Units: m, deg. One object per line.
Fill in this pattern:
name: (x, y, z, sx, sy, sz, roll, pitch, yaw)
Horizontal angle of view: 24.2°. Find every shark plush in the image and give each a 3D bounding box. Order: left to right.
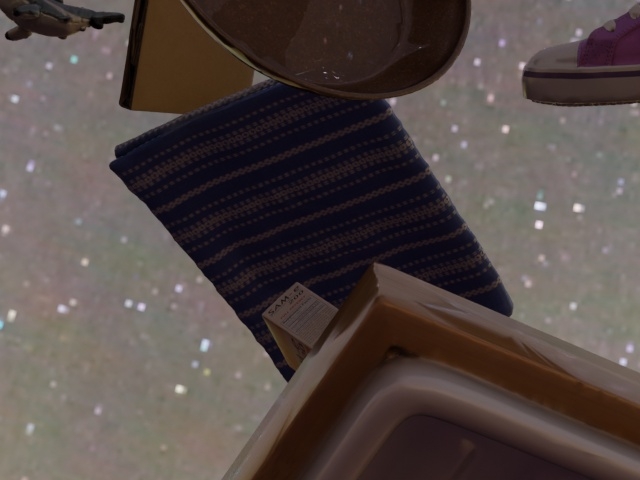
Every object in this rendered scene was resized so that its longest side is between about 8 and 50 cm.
shark plush: (-0.323, -0.291, 1.847, 0.161, 0.067, 0.073, 1, -21, -8)

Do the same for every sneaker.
sneaker: (0.279, -0.186, 1.092, 0.282, 0.161, 0.102, -9, 5, 13)

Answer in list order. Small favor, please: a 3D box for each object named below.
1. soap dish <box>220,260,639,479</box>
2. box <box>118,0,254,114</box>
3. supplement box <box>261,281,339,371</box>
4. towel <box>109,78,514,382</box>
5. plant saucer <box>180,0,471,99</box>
soap dish: (0.085, 0.148, 0.701, 0.291, 0.118, 0.229, 23, -64, -22)
box: (-0.135, -0.217, 1.626, 0.021, 0.164, 0.201, 16, 10, 33)
supplement box: (0.012, 0.077, 0.992, 0.098, 0.036, 0.062, 32, -23, 40)
towel: (0.000, 0.000, 1.323, 0.243, 0.040, 0.336, -21, -51, 21)
plant saucer: (-0.011, -0.153, 0.809, 0.199, 0.198, 0.036, 22, -37, -21)
